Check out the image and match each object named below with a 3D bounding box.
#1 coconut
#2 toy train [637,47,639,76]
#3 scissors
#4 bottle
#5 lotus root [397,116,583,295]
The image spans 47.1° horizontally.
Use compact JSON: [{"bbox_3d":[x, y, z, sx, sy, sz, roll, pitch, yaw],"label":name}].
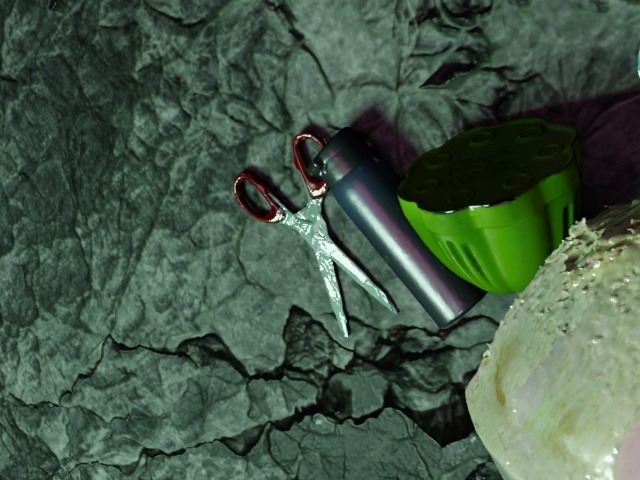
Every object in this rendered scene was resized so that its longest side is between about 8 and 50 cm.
[{"bbox_3d":[0.283,0.139,0.639,0.297,0.297,0.310,33,104,13],"label":"coconut"},{"bbox_3d":[0.368,-0.194,0.625,0.197,0.107,0.155,9,116,23],"label":"toy train"},{"bbox_3d":[0.000,0.000,0.901,0.144,0.017,0.248,-30,92,29],"label":"scissors"},{"bbox_3d":[0.087,-0.019,0.823,0.244,0.082,0.072,50,160,4],"label":"bottle"},{"bbox_3d":[0.187,-0.010,0.740,0.186,0.186,0.186,7,107,23],"label":"lotus root"}]
